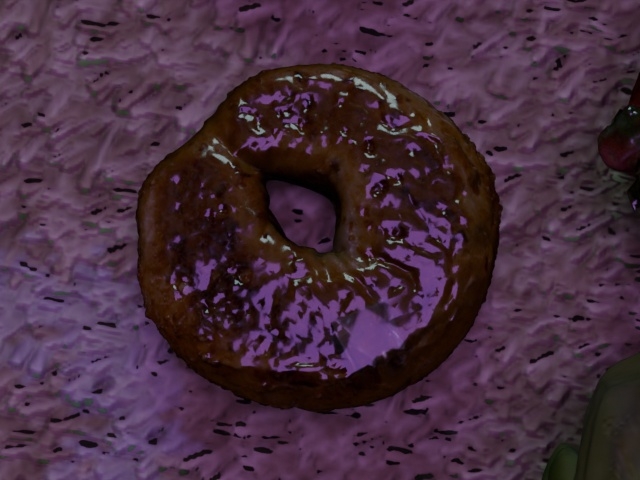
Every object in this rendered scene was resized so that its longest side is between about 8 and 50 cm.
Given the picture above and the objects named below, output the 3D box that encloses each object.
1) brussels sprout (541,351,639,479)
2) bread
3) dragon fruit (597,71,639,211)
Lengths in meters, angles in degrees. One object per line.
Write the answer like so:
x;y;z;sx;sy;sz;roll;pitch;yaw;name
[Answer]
0.210;0.160;0.647;0.244;0.244;0.244;0;83;-3;brussels sprout
0.000;0.000;0.730;0.193;0.064;0.193;0;79;1;bread
0.279;-0.065;0.676;0.200;0.269;0.198;-44;128;-42;dragon fruit
